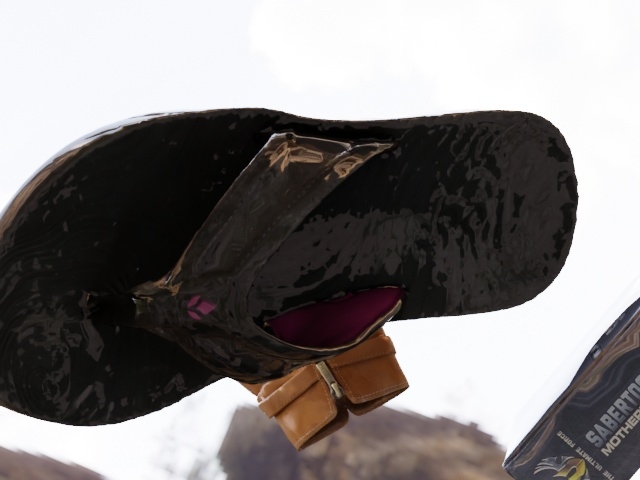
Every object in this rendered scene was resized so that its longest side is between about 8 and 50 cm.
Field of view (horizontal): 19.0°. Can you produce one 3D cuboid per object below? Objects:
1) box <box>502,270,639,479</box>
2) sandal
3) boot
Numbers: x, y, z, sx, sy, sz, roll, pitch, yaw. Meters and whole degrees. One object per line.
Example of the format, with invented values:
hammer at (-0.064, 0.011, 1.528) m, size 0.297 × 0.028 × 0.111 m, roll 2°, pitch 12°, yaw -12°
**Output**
box at (0.184, 0.063, 1.077) m, size 0.183 × 0.059 × 0.232 m, roll -50°, pitch -5°, yaw 7°
sandal at (0.001, -0.003, 1.107) m, size 0.445 × 0.107 × 0.168 m, roll -14°, pitch -75°, yaw -36°
boot at (0.019, 0.036, 1.297) m, size 0.197 × 0.152 × 0.073 m, roll -36°, pitch -18°, yaw 3°
